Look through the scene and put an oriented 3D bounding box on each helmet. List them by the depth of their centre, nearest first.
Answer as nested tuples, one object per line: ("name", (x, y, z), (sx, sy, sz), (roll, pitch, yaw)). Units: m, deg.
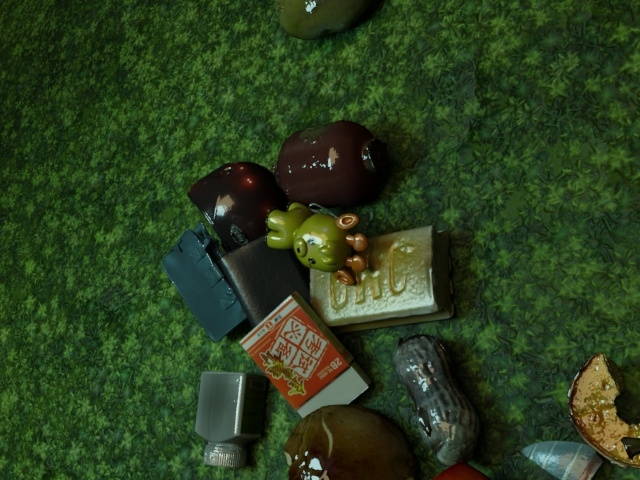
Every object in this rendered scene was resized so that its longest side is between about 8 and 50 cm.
("helmet", (-0.169, -0.070, 1.578), (0.193, 0.189, 0.216), (-11, 40, 25))

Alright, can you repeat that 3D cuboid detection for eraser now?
("eraser", (-0.030, 0.235, 1.417), (0.157, 0.038, 0.230), (-43, 85, 21))

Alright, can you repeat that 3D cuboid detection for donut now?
("donut", (0.465, 0.266, 1.107), (0.181, 0.078, 0.146), (26, 92, 31))

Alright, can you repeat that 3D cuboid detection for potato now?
("potato", (0.016, -0.547, 1.626), (0.251, 0.159, 0.174), (-12, 93, 23))

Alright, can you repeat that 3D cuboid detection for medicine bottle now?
("medicine bottle", (-0.190, 0.372, 1.523), (0.132, 0.088, 0.188), (-4, 73, 34))

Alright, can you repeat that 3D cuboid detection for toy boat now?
("toy boat", (0.379, 0.349, 1.165), (0.122, 0.034, 0.096), (30, 88, 39))

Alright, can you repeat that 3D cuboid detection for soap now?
("soap", (0.112, 0.078, 1.404), (0.274, 0.089, 0.173), (-13, 68, 33))

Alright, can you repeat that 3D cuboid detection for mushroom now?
("mushroom", (0.012, 0.437, 1.316), (0.301, 0.208, 0.233), (-49, 26, 19))

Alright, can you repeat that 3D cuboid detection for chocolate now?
("chocolate", (0.204, 0.271, 1.270), (0.110, 0.110, 0.248), (-31, 59, 24))

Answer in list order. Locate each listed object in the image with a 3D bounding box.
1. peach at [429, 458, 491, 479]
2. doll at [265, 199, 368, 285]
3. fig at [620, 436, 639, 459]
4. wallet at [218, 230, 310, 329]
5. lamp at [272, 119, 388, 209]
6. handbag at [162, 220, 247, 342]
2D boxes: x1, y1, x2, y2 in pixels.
("peach", (0.212, 0.467, 1.151), (0.190, 0.196, 0.226), (-8, 75, -11))
("doll", (0.000, 0.000, 1.396), (0.221, 0.135, 0.142), (18, 114, 35))
("fig", (0.556, 0.302, 0.945), (0.321, 0.217, 0.216), (16, 85, 38))
("wallet", (-0.092, 0.113, 1.490), (0.149, 0.044, 0.250), (-28, 86, -4))
("lamp", (0.018, -0.153, 1.497), (0.258, 0.180, 0.180), (-6, 72, 37))
("handbag", (-0.235, 0.089, 1.573), (0.229, 0.062, 0.179), (54, 136, 6))
